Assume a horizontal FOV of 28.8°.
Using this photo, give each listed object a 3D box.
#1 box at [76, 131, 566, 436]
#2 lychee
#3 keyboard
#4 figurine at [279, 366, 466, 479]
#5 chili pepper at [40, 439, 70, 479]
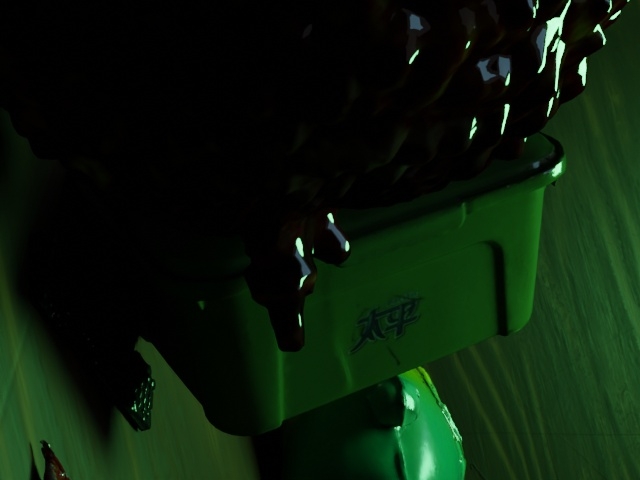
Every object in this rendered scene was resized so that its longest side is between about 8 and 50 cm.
[{"bbox_3d":[0.000,0.000,0.977,0.253,0.329,0.177,43,-37,52],"label":"box"},{"bbox_3d":[-0.025,-0.184,0.729,0.424,0.425,0.500,-49,146,-82],"label":"lychee"},{"bbox_3d":[-0.158,0.069,0.892,0.195,0.018,0.060,65,14,-52],"label":"keyboard"},{"bbox_3d":[0.051,0.263,1.416,0.340,0.231,0.323,-111,-154,-57],"label":"figurine"},{"bbox_3d":[-0.138,0.198,0.710,0.045,0.027,0.178,58,16,-66],"label":"chili pepper"}]
